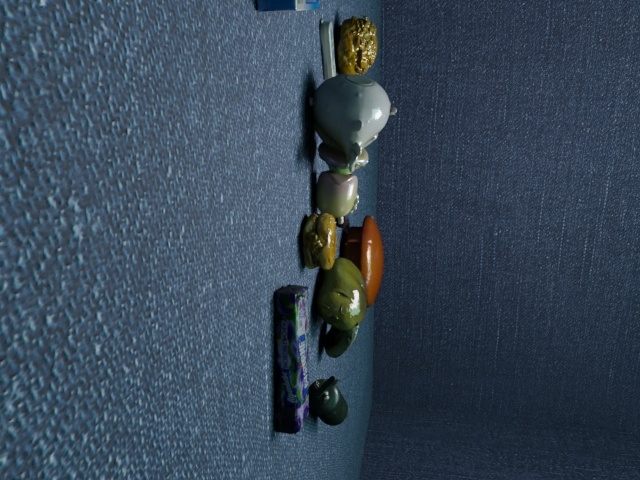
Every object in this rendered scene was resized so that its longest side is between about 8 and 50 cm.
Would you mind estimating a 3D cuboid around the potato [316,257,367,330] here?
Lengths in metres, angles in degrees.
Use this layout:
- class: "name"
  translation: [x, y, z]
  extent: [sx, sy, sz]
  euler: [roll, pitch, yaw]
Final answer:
- class: "potato"
  translation: [0.062, 0.157, 1.543]
  extent: [0.248, 0.143, 0.169]
  euler: [-89, 165, -48]

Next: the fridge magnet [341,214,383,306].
- class: "fridge magnet"
  translation: [0.169, 0.082, 2.049]
  extent: [0.363, 0.155, 0.364]
  euler: [2, 90, -80]

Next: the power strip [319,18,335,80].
- class: "power strip"
  translation: [0.021, -0.517, 1.452]
  extent: [0.048, 0.030, 0.191]
  euler: [-75, 163, -46]

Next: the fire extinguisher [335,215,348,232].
- class: "fire extinguisher"
  translation: [0.066, -0.084, 1.763]
  extent: [0.064, 0.043, 0.158]
  euler: [50, -12, 27]

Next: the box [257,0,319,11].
- class: "box"
  translation: [-0.056, -0.481, 0.923]
  extent: [0.194, 0.073, 0.139]
  euler: [-66, 156, -63]

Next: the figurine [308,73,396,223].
- class: "figurine"
  translation: [0.059, -0.212, 1.345]
  extent: [0.275, 0.226, 0.395]
  euler: [-95, -165, -60]

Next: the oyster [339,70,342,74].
- class: "oyster"
  translation: [0.093, -0.512, 1.777]
  extent: [0.103, 0.051, 0.148]
  euler: [-64, 155, -63]

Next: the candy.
- class: "candy"
  translation: [-0.060, 0.249, 1.115]
  extent: [0.088, 0.061, 0.313]
  euler: [-33, 125, -74]

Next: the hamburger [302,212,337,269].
- class: "hamburger"
  translation: [0.000, 0.000, 1.324]
  extent: [0.147, 0.083, 0.138]
  euler: [-76, 161, -58]

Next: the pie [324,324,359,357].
- class: "pie"
  translation: [0.067, 0.278, 1.636]
  extent: [0.187, 0.041, 0.187]
  euler: [-55, -164, 24]

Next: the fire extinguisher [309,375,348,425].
- class: "fire extinguisher"
  translation: [0.023, 0.454, 1.488]
  extent: [0.095, 0.114, 0.311]
  euler: [53, -8, 27]

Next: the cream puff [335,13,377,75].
- class: "cream puff"
  translation: [0.119, -0.621, 1.671]
  extent: [0.189, 0.129, 0.189]
  euler: [1, 90, -78]
